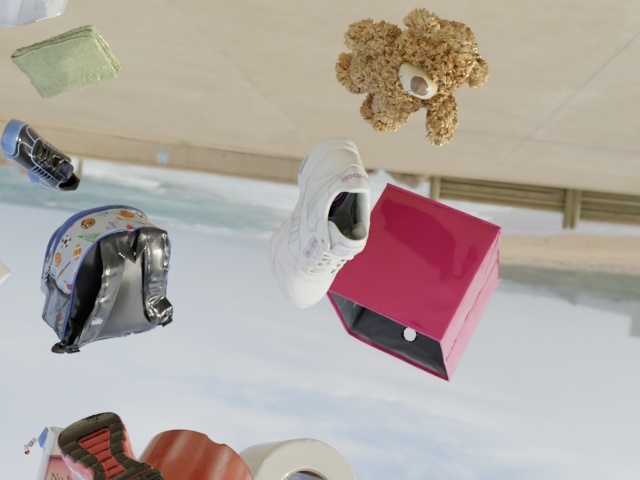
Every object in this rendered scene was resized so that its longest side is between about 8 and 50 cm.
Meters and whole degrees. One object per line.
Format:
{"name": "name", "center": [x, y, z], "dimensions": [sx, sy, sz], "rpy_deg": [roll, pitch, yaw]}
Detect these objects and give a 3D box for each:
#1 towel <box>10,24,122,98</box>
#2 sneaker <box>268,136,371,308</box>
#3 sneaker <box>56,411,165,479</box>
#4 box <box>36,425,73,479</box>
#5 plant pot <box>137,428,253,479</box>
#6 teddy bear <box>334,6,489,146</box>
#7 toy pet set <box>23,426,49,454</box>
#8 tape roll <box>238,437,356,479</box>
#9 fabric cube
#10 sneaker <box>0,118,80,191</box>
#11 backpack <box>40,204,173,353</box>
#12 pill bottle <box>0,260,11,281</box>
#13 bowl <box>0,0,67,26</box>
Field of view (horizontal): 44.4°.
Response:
{"name": "towel", "center": [-0.407, -0.286, 1.262], "dimensions": [0.148, 0.027, 0.110], "rpy_deg": [-18, 144, 5]}
{"name": "sneaker", "center": [0.000, 0.000, 1.205], "dimensions": [0.114, 0.305, 0.152], "rpy_deg": [-1, -143, -22]}
{"name": "sneaker", "center": [-0.260, 0.354, 1.041], "dimensions": [0.115, 0.136, 0.314], "rpy_deg": [-20, -154, -18]}
{"name": "box", "center": [-0.568, 0.557, 1.791], "dimensions": [0.148, 0.232, 0.127], "rpy_deg": [15, 170, -22]}
{"name": "plant pot", "center": [-0.244, 0.472, 1.272], "dimensions": [0.272, 0.272, 0.265], "rpy_deg": [7, -144, 14]}
{"name": "teddy bear", "center": [0.128, -0.265, 1.306], "dimensions": [0.113, 0.245, 0.338], "rpy_deg": [-33, -152, -22]}
{"name": "toy pet set", "center": [-0.763, 0.587, 2.175], "dimensions": [0.122, 0.114, 0.065], "rpy_deg": [35, 180, 10]}
{"name": "tape roll", "center": [-0.067, 0.519, 1.553], "dimensions": [0.246, 0.246, 0.169], "rpy_deg": [7, 162, -28]}
{"name": "fabric cube", "center": [0.196, 0.088, 1.582], "dimensions": [0.254, 0.258, 0.259], "rpy_deg": [22, 160, 23]}
{"name": "sneaker", "center": [-0.533, -0.160, 1.512], "dimensions": [0.090, 0.081, 0.232], "rpy_deg": [15, 165, 4]}
{"name": "backpack", "center": [-0.421, 0.058, 1.565], "dimensions": [0.213, 0.263, 0.276], "rpy_deg": [40, -148, 28]}
{"name": "pill bottle", "center": [-0.722, -0.007, 1.411], "dimensions": [0.318, 0.176, 0.176], "rpy_deg": [45, 173, -8]}
{"name": "bowl", "center": [-0.451, -0.395, 1.240], "dimensions": [0.142, 0.053, 0.142], "rpy_deg": [-34, 174, -42]}
